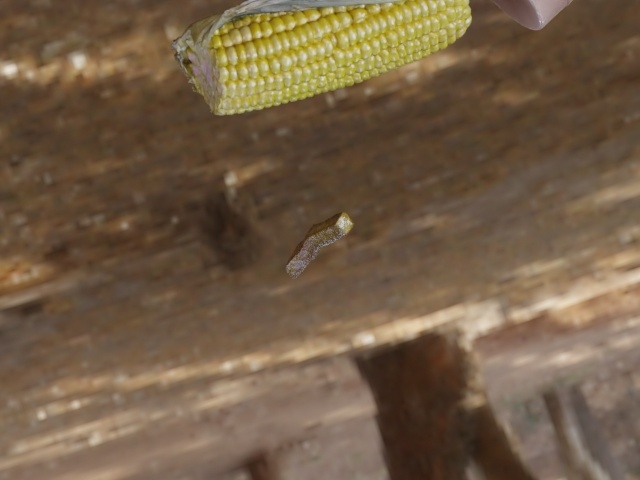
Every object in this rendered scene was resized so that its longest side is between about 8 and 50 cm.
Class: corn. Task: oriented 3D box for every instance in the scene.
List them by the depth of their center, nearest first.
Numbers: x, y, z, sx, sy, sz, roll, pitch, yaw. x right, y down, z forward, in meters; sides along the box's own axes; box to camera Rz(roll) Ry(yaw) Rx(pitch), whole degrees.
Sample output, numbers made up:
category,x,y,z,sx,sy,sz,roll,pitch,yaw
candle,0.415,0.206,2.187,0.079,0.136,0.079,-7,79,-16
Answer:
category,x,y,z,sx,sy,sz,roll,pitch,yaw
corn,0.004,-0.215,1.653,0.305,0.122,0.123,-18,-158,-10

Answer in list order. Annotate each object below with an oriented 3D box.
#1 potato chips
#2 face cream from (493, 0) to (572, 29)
category,x,y,z,sx,sy,sz,roll,pitch,yaw
potato chips,0.000,0.000,1.676,0.037,0.026,0.204,-62,-172,-20
face cream,0.244,-0.335,1.902,0.104,0.149,0.149,-43,172,-4
